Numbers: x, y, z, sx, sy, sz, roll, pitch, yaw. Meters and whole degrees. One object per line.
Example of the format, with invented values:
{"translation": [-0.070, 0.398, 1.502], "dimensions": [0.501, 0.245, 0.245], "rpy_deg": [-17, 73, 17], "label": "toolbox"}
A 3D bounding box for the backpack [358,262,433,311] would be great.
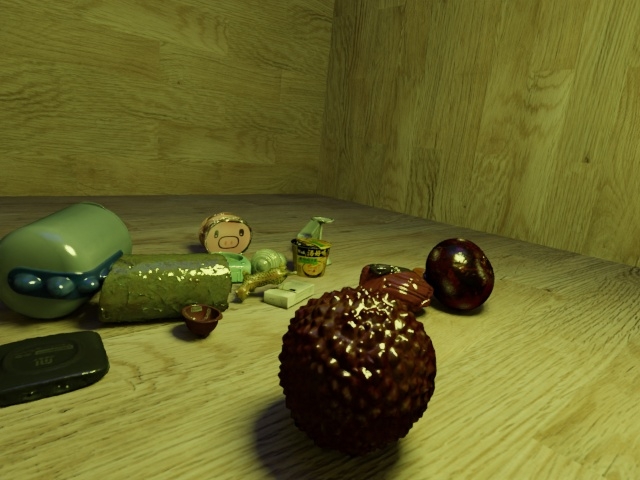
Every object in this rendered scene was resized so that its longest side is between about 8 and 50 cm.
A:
{"translation": [0.230, 0.149, 1.319], "dimensions": [0.229, 0.139, 0.229], "rpy_deg": [13, -4, 1], "label": "backpack"}

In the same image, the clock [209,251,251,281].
{"translation": [-0.325, 0.084, 1.488], "dimensions": [0.159, 0.066, 0.211], "rpy_deg": [2, 13, -18], "label": "clock"}

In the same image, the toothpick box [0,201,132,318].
{"translation": [-0.635, 0.054, 1.102], "dimensions": [0.263, 0.263, 0.355], "rpy_deg": [5, 15, -5], "label": "toothpick box"}

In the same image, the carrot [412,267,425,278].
{"translation": [0.447, 0.148, 1.625], "dimensions": [0.247, 0.043, 0.043], "rpy_deg": [19, 18, 37], "label": "carrot"}

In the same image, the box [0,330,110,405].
{"translation": [-0.518, 0.227, 0.824], "dimensions": [0.212, 0.042, 0.201], "rpy_deg": [-4, 18, -34], "label": "box"}

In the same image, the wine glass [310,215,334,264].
{"translation": [0.000, 0.000, 1.745], "dimensions": [0.122, 0.183, 0.122], "rpy_deg": [7, 12, -2], "label": "wine glass"}

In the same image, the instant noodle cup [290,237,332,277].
{"translation": [-0.039, 0.062, 1.596], "dimensions": [0.151, 0.122, 0.151], "rpy_deg": [7, 14, -2], "label": "instant noodle cup"}

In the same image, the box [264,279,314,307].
{"translation": [-0.092, 0.158, 1.321], "dimensions": [0.084, 0.040, 0.154], "rpy_deg": [12, 14, 26], "label": "box"}

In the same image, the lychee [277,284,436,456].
{"translation": [0.058, 0.196, 0.719], "dimensions": [0.264, 0.264, 0.300], "rpy_deg": [9, 34, 16], "label": "lychee"}

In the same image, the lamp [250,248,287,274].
{"translation": [-0.175, 0.080, 1.526], "dimensions": [0.106, 0.106, 0.193], "rpy_deg": [8, 2, 11], "label": "lamp"}

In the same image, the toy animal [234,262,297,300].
{"translation": [-0.158, 0.117, 1.302], "dimensions": [0.181, 0.073, 0.136], "rpy_deg": [-12, 5, -2], "label": "toy animal"}

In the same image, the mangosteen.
{"translation": [0.414, 0.117, 1.404], "dimensions": [0.261, 0.236, 0.235], "rpy_deg": [-26, -8, 35], "label": "mangosteen"}

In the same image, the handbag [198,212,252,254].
{"translation": [-0.363, -0.018, 1.690], "dimensions": [0.205, 0.179, 0.116], "rpy_deg": [-3, 22, -32], "label": "handbag"}

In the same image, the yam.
{"translation": [-0.390, 0.115, 1.103], "dimensions": [0.304, 0.168, 0.168], "rpy_deg": [0, 14, -27], "label": "yam"}

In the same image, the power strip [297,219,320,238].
{"translation": [-0.053, -0.016, 2.001], "dimensions": [0.062, 0.091, 0.385], "rpy_deg": [10, 13, 5], "label": "power strip"}

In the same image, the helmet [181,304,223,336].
{"translation": [-0.280, 0.196, 1.031], "dimensions": [0.089, 0.057, 0.111], "rpy_deg": [0, 13, -37], "label": "helmet"}
